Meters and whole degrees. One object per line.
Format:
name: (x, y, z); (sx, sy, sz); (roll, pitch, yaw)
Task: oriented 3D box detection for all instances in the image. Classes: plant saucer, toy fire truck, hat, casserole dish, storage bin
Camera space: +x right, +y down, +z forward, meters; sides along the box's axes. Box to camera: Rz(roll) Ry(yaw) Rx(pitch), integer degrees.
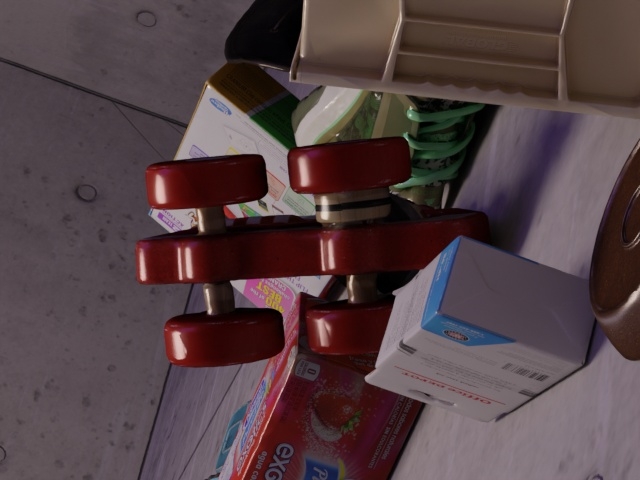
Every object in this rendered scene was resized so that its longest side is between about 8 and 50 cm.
plant saucer: (0.199, -0.013, 1.047); (0.168, 0.029, 0.168); (-159, 90, -82)
toy fire truck: (0.000, 0.000, 1.512); (0.254, 0.302, 0.169); (-21, -75, -70)
hat: (0.051, -0.209, 1.944); (0.331, 0.331, 0.134); (-87, -19, -63)
casserole dish: (-0.101, 0.263, 2.331); (0.188, 0.037, 0.114); (132, 157, -71)
storage bin: (0.127, -0.223, 1.235); (0.262, 0.260, 0.123); (-79, -6, -46)

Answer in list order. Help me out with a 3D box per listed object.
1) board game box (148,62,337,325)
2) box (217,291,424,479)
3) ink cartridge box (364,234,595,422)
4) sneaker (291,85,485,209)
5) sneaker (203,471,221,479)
board game box: (-0.062, -0.046, 2.072); (0.064, 0.242, 0.316); (-47, -5, -32)
box: (-0.011, 0.195, 1.596); (0.128, 0.122, 0.257); (-92, 23, -67)
ink cartridge box: (0.105, 0.064, 1.208); (0.180, 0.104, 0.060); (130, 157, -67)
sneaker: (0.102, -0.103, 1.683); (0.410, 0.158, 0.182); (134, 123, -67)
sneaker: (-0.094, 0.355, 1.958); (0.262, 0.104, 0.125); (112, 155, -44)
